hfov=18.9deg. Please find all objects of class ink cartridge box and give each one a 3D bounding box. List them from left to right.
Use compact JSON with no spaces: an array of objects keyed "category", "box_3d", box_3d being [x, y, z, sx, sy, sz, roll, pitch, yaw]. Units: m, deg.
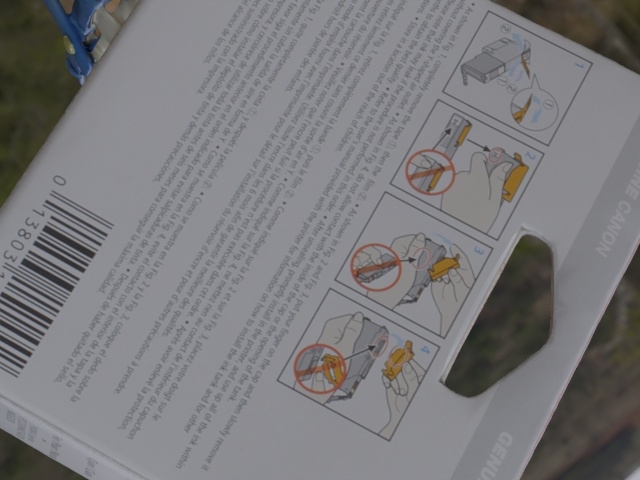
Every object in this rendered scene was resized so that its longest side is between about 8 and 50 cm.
[{"category":"ink cartridge box","box_3d":[0.000,0.000,0.900,0.296,0.261,0.066,-59,177,-22]}]

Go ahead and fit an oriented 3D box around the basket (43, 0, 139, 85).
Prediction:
[{"category":"basket","box_3d":[-0.047,-0.173,1.174,0.255,0.289,0.201,-28,168,-19]}]
